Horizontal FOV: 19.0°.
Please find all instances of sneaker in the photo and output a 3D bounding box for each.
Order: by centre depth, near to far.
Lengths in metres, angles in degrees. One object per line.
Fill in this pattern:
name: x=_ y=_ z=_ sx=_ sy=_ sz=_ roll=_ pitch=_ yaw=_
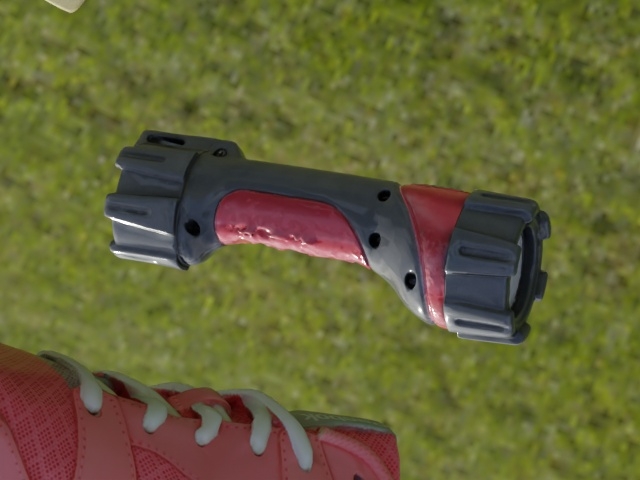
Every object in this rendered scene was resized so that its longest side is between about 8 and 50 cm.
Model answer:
sneaker: x=-0.046 y=0.090 z=0.654 sx=0.314 sy=0.136 sz=0.116 roll=48 pitch=171 yaw=-26

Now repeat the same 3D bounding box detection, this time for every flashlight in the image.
flashlight: x=0.000 y=0.000 z=1.307 sx=0.304 sy=0.103 sz=0.103 roll=8 pitch=114 yaw=20

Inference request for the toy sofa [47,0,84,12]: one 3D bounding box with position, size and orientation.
toy sofa: x=-0.208 y=-0.345 z=1.345 sx=0.177 sy=0.362 sz=0.150 roll=28 pitch=123 yaw=-28
